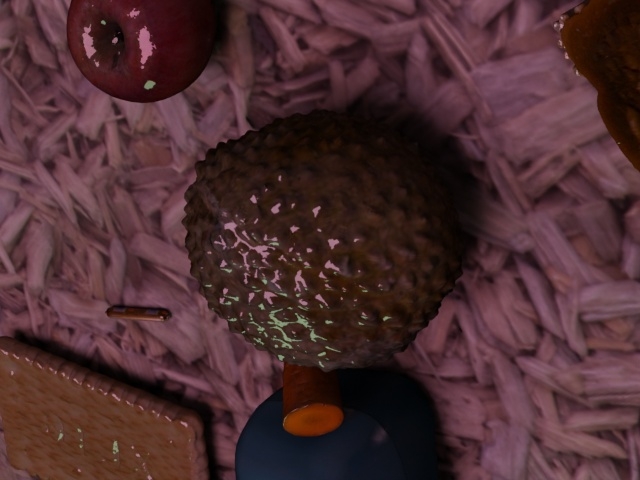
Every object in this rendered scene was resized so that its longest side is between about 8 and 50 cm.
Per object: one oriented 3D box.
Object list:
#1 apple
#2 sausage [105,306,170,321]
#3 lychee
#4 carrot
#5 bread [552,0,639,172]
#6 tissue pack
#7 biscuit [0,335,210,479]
[{"bbox_3d":[-0.174,-0.216,1.536,0.153,0.120,0.153,14,117,30],"label":"apple"},{"bbox_3d":[-0.215,0.087,1.805,0.100,0.015,0.015,1,116,34],"label":"sausage"},{"bbox_3d":[0.000,0.000,1.456,0.255,0.274,0.255,-4,83,37],"label":"lychee"},{"bbox_3d":[-0.016,0.101,1.577,0.061,0.209,0.061,-4,138,-4],"label":"carrot"},{"bbox_3d":[0.314,-0.142,1.242,0.192,0.110,0.210,-25,99,42],"label":"bread"},{"bbox_3d":[0.022,0.294,1.633,0.198,0.206,0.287,6,117,34],"label":"tissue pack"},{"bbox_3d":[-0.270,0.247,1.917,0.325,0.044,0.217,17,125,27],"label":"biscuit"}]
